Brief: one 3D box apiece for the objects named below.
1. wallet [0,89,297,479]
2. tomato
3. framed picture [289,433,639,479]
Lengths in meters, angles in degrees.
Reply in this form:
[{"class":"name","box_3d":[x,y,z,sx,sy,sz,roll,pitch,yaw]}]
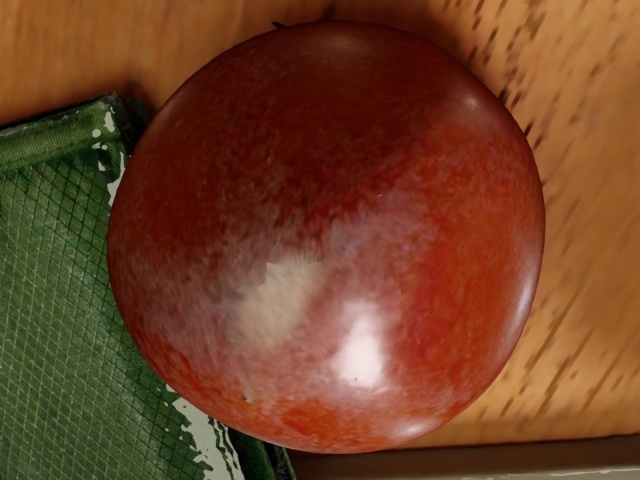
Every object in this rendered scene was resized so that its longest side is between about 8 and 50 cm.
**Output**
[{"class":"wallet","box_3d":[-0.107,0.055,0.705,0.160,0.055,0.236,-12,105,29]},{"class":"tomato","box_3d":[0.000,0.000,0.576,0.167,0.167,0.167,10,124,15]},{"class":"framed picture","box_3d":[0.095,0.238,0.766,0.446,0.028,0.326,-8,117,26]}]
